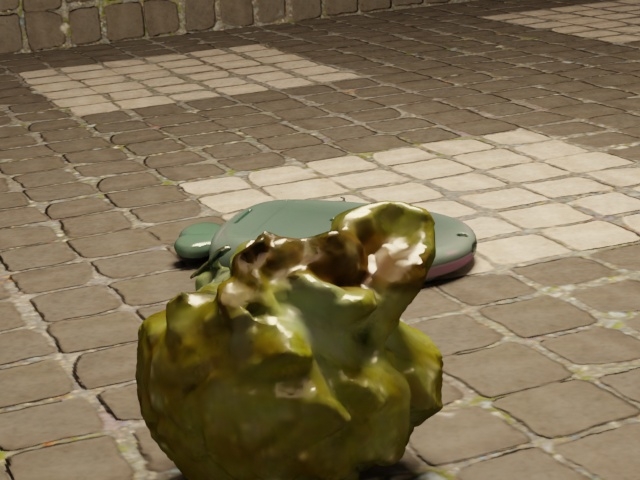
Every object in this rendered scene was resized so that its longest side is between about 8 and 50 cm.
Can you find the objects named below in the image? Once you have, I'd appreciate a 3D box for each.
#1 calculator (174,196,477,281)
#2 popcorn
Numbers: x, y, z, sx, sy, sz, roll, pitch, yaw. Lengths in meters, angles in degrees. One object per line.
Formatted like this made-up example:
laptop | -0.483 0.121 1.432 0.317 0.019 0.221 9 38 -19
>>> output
calculator | 0.000 0.000 1.290 0.298 0.041 0.185 3 18 17
popcorn | -0.011 0.063 0.840 0.198 0.212 0.198 28 17 -9
